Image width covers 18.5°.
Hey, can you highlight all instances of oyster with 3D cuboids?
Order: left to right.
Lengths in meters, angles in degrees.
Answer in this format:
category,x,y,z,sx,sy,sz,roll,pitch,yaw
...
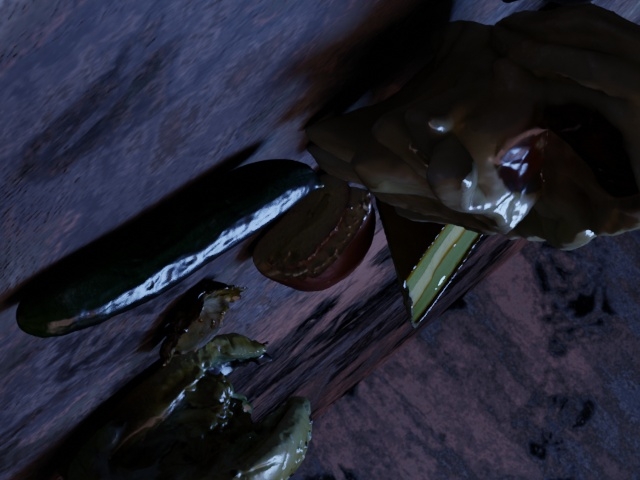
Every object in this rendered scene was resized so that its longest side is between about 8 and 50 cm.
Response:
category,x,y,z,sx,sy,sz,roll,pitch,yaw
oyster,-0.117,0.075,1.739,0.132,0.029,0.086,-42,166,28

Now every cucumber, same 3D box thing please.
category,x,y,z,sx,sy,sz,roll,pitch,yaw
cucumber,-0.103,0.002,1.364,0.284,0.056,0.056,-30,166,-40

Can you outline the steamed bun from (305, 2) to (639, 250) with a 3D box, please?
category,x,y,z,sx,sy,sz,roll,pitch,yaw
steamed bun,0.137,-0.072,1.487,0.189,0.247,0.428,-53,-170,-9

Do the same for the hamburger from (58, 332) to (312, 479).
category,x,y,z,sx,sy,sz,roll,pitch,yaw
hamburger,-0.148,0.229,1.904,0.288,0.168,0.192,-43,173,13

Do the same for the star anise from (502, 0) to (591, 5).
category,x,y,z,sx,sy,sz,roll,pitch,yaw
star anise,0.247,-0.263,1.349,0.315,0.108,0.315,-43,-178,2

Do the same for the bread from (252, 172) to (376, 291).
category,x,y,z,sx,sy,sz,roll,pitch,yaw
bread,0.001,0.000,1.746,0.119,0.067,0.192,-41,171,0

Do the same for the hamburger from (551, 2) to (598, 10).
category,x,y,z,sx,sy,sz,roll,pitch,yaw
hamburger,0.219,-0.161,1.859,0.147,0.083,0.138,-44,167,6

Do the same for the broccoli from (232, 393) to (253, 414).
category,x,y,z,sx,sy,sz,roll,pitch,yaw
broccoli,-0.137,0.308,2.142,0.235,0.260,0.288,-21,161,-26

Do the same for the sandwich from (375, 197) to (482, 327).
category,x,y,z,sx,sy,sz,roll,pitch,yaw
sandwich,0.140,-0.031,1.751,0.187,0.144,0.117,-21,156,-1
